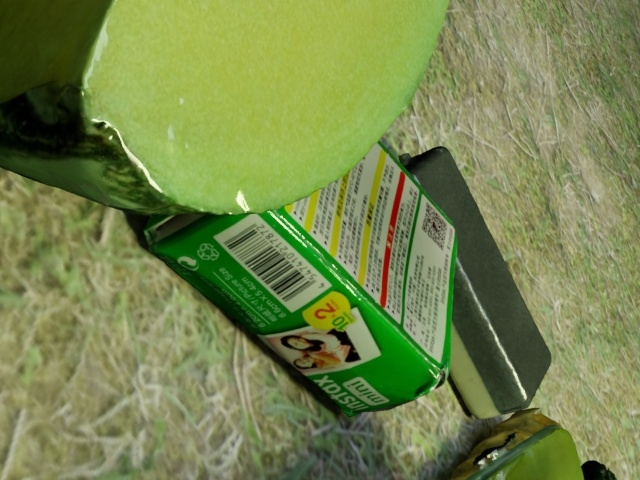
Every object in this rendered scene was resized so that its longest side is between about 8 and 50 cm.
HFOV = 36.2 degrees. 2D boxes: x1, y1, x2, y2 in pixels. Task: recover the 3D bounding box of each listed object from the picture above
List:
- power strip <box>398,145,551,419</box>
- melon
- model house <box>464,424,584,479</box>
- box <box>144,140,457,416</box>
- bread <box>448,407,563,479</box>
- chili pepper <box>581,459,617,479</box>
[{"bbox_3d":[0.129,0.034,0.925,0.256,0.070,0.105,64,31,-7],"label":"power strip"},{"bbox_3d":[-0.089,-0.155,0.578,0.331,0.226,0.343,29,62,-7],"label":"melon"},{"bbox_3d":[0.175,0.275,0.526,0.358,0.313,0.242,-18,101,-37],"label":"model house"},{"bbox_3d":[0.000,0.000,0.739,0.250,0.103,0.180,45,39,-30],"label":"box"},{"bbox_3d":[0.126,0.233,0.794,0.368,0.077,0.084,-24,94,-57],"label":"bread"},{"bbox_3d":[0.283,0.346,0.866,0.148,0.116,0.264,-35,115,-49],"label":"chili pepper"}]
